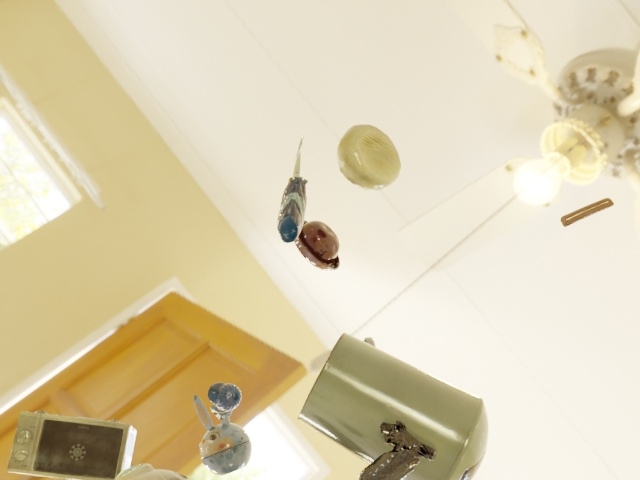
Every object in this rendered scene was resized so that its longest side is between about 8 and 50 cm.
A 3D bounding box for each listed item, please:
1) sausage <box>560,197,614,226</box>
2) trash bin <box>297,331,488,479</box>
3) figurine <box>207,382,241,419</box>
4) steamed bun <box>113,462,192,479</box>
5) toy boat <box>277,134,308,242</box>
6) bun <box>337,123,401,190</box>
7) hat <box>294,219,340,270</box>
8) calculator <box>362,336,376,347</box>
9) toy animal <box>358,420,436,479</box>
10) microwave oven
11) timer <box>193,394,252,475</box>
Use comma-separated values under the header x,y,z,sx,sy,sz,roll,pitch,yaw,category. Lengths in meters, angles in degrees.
x,y,z,sx,sy,sz,roll,pitch,yaw,category
0.574,-0.062,1.620,0.026,0.116,0.026,-23,90,-89,sausage
0.189,0.429,1.811,0.432,0.280,0.280,28,-29,8,trash bin
-0.241,0.416,1.911,0.079,0.077,0.136,42,-35,32,figurine
-0.275,0.460,1.278,0.177,0.131,0.228,20,-10,42,steamed bun
-0.057,-0.146,1.927,0.067,0.291,0.220,11,-35,-1,toy boat
0.127,-0.228,2.156,0.127,0.222,0.222,-31,-84,39,bun
0.000,0.000,2.256,0.089,0.205,0.205,-43,-97,21,hat
0.155,0.382,2.131,0.141,0.045,0.246,-99,175,-48,calculator
0.148,0.495,1.573,0.121,0.210,0.117,44,-24,-16,toy animal
-0.555,0.472,1.713,0.240,0.145,0.194,8,-17,-5,microwave oven
-0.313,0.591,2.275,0.255,0.175,0.175,57,-25,-8,timer
